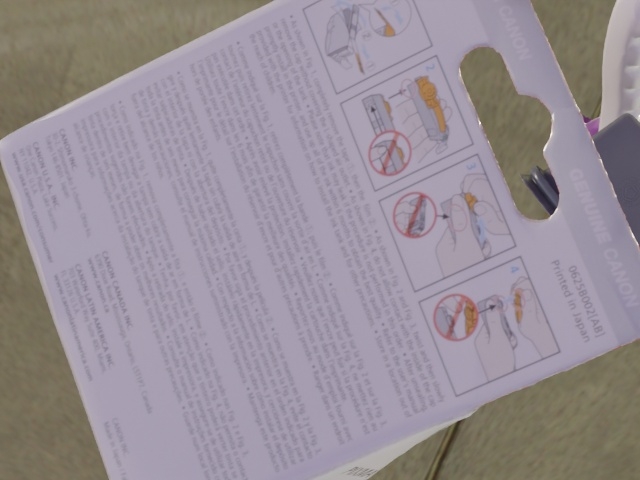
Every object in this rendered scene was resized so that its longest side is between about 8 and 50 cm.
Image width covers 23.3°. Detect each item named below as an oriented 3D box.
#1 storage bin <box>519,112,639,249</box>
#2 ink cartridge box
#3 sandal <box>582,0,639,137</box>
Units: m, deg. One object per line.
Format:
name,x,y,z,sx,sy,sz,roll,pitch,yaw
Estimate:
storage bin,0.227,-0.019,1.118,0.091,0.098,0.135,-40,61,13
ink cartridge box,0.000,0.000,0.629,0.232,0.066,0.189,-24,76,11
sandal,0.280,-0.120,1.452,0.102,0.416,0.169,37,54,27
